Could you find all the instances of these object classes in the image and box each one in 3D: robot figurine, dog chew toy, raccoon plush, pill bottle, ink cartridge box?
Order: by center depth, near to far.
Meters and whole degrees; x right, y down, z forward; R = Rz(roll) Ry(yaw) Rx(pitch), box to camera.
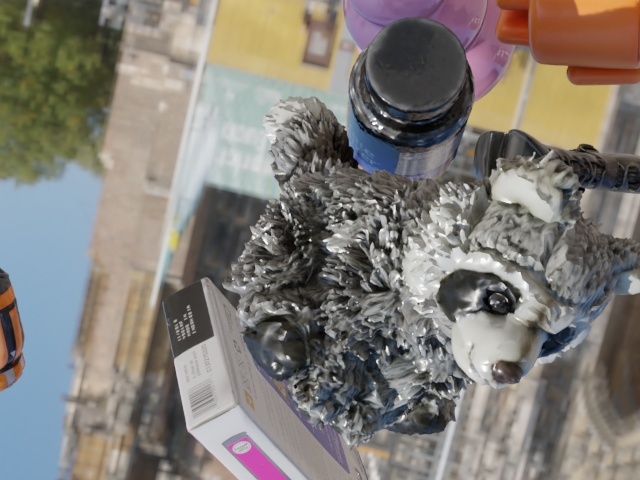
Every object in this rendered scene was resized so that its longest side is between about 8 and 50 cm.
[{"bbox_3d":[0.078,-0.045,1.115,0.216,0.299,0.446,23,-142,-45],"label":"raccoon plush"},{"bbox_3d":[0.087,-0.135,1.314,0.123,0.122,0.219,14,166,4],"label":"pill bottle"},{"bbox_3d":[0.286,-0.233,1.325,0.219,0.158,0.128,5,-174,17],"label":"robot figurine"},{"bbox_3d":[-0.038,0.211,1.413,0.371,0.069,0.175,51,-166,-42],"label":"ink cartridge box"},{"bbox_3d":[0.122,-0.285,1.639,0.207,0.206,0.332,17,172,22],"label":"dog chew toy"}]

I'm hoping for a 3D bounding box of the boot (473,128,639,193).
[{"bbox_3d":[0.339,-0.094,1.738,0.229,0.091,0.263,6,-168,-13],"label":"boot"}]

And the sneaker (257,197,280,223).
[{"bbox_3d":[0.000,0.000,1.701,0.161,0.075,0.057,38,-177,12],"label":"sneaker"}]

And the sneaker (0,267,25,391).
[{"bbox_3d":[-0.428,0.028,1.270,0.321,0.180,0.124,9,-149,11],"label":"sneaker"}]
